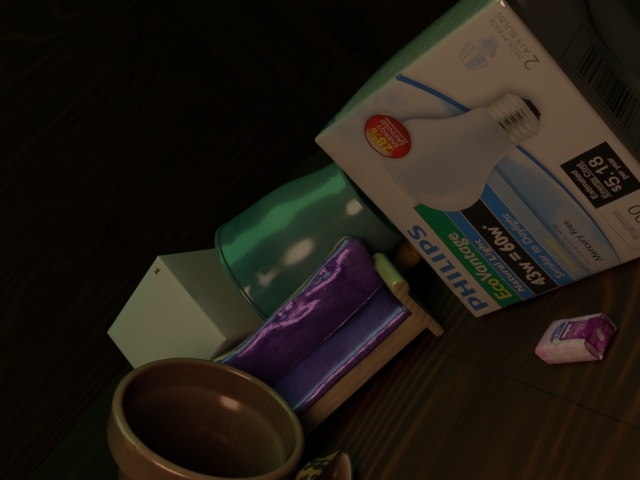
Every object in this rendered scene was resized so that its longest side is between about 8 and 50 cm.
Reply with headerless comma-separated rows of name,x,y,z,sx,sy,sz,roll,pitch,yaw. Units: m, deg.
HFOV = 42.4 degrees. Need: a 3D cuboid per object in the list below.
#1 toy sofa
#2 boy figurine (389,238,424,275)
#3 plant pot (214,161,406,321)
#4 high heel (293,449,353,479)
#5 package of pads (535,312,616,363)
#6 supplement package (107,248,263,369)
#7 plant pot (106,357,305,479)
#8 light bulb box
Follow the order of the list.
toy sofa,-0.004,0.176,1.290,0.362,0.177,0.150,-43,18,5
boy figurine,0.148,0.024,1.544,0.285,0.092,0.177,-32,19,42
plant pot,0.000,0.000,1.442,0.255,0.271,0.271,-40,12,18
high heel,0.026,0.308,0.972,0.186,0.093,0.261,-47,10,-34
package of pads,0.283,0.111,0.917,0.050,0.032,0.083,-53,14,-25
supplement package,-0.198,0.152,1.507,0.198,0.199,0.263,-52,-22,25
plant pot,-0.180,0.326,1.130,0.263,0.263,0.229,-73,4,-68
light bulb box,0.253,-0.135,1.074,0.361,0.358,0.225,-32,15,50
